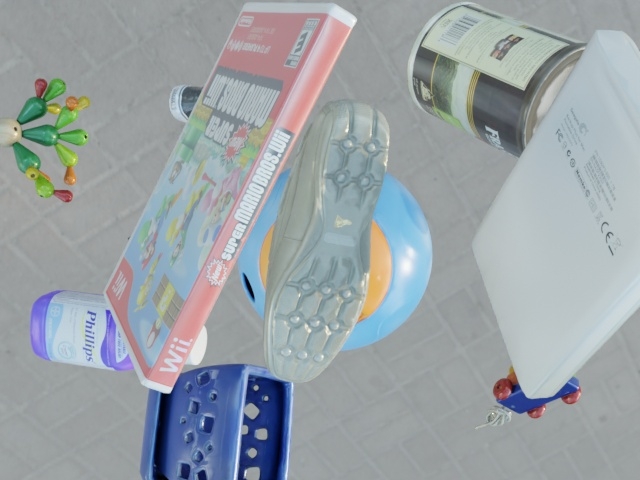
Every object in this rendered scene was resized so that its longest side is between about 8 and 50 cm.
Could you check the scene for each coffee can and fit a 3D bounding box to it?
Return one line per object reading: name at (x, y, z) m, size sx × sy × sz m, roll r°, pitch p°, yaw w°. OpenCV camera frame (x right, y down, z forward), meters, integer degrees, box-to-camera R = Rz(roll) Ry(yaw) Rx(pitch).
coffee can at (0.300, -0.248, 1.345) m, size 0.202 × 0.275 × 0.201 m, roll -18°, pitch 125°, yaw -27°

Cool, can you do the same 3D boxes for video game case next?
video game case at (-0.083, -0.050, 0.653) m, size 0.025 × 0.204 × 0.285 m, roll 25°, pitch 95°, yaw -26°

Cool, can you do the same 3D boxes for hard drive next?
hard drive at (0.236, -0.011, 0.795) m, size 0.040 × 0.203 × 0.307 m, roll -2°, pitch 145°, yaw -16°

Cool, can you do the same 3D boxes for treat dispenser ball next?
treat dispenser ball at (0.021, 0.020, 1.262) m, size 0.288 × 0.288 × 0.288 m, roll -7°, pitch 124°, yaw -10°

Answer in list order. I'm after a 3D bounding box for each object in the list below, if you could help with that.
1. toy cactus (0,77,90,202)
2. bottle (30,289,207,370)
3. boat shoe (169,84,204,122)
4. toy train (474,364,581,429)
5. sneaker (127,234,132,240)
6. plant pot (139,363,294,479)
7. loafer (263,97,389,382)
toy cactus at (-0.477, -0.174, 1.402) m, size 0.181 × 0.112 × 0.218 m, roll 4°, pitch 82°, yaw -14°
bottle at (-0.327, 0.151, 1.374) m, size 0.283 × 0.092 × 0.118 m, roll 6°, pitch 101°, yaw 14°
boat shoe at (-0.163, -0.222, 1.426) m, size 0.076 × 0.228 × 0.080 m, roll 3°, pitch 88°, yaw 23°
toy train at (0.377, 0.256, 1.607) m, size 0.105 × 0.143 × 0.248 m, roll 31°, pitch 139°, yaw -19°
sneaker at (-0.223, 0.023, 1.048) m, size 0.035 × 0.031 × 0.083 m, roll -8°, pitch 121°, yaw -25°
plant pot at (-0.191, 0.349, 1.557) m, size 0.212 × 0.235 × 0.236 m, roll -2°, pitch 165°, yaw 21°
loafer at (0.000, 0.000, 0.953) m, size 0.112 × 0.111 × 0.319 m, roll 15°, pitch 96°, yaw -20°
